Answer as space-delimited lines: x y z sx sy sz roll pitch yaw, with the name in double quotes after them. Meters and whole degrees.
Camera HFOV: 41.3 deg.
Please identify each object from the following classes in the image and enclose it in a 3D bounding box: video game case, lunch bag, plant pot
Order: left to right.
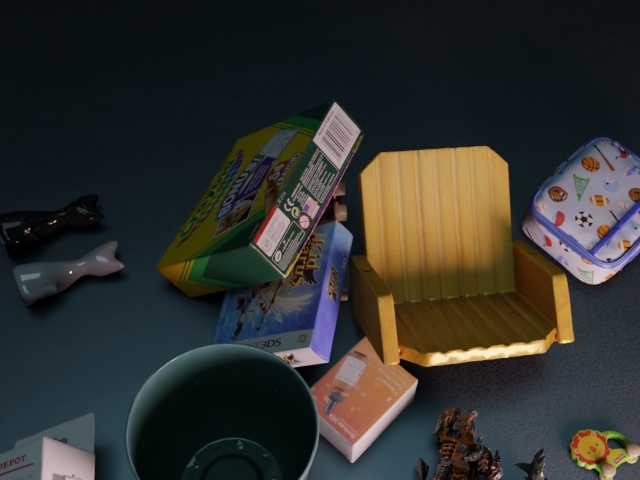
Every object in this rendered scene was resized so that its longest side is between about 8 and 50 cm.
-0.150 0.349 1.371 0.293 0.235 0.292 1 53 -1 "plant pot"
-0.075 0.108 1.566 0.244 0.061 0.269 -13 49 33 "video game case"
0.581 -0.066 1.736 0.303 0.115 0.243 -39 67 -22 "lunch bag"

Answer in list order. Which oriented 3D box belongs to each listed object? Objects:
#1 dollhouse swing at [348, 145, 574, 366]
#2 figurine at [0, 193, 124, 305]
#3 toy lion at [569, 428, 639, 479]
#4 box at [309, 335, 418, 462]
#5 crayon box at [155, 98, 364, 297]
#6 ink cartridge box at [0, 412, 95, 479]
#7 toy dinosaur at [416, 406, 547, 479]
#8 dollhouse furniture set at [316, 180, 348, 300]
0.245 0.011 1.526 0.347 0.304 0.315 -4 19 -10 "dollhouse swing"
-0.514 0.012 1.690 0.210 0.092 0.214 -20 60 -18 "figurine"
0.494 0.369 1.495 0.100 0.034 0.096 -29 54 -19 "toy lion"
0.068 0.281 1.510 0.130 0.091 0.170 38 64 22 "box"
-0.117 -0.077 1.631 0.313 0.106 0.362 -13 41 47 "crayon box"
-0.468 0.444 1.329 0.207 0.119 0.353 -24 53 23 "ink cartridge box"
0.270 0.434 1.407 0.219 0.164 0.321 -8 74 12 "toy dinosaur"
0.000 0.000 1.654 0.101 0.161 0.181 -2 56 -2 "dollhouse furniture set"
